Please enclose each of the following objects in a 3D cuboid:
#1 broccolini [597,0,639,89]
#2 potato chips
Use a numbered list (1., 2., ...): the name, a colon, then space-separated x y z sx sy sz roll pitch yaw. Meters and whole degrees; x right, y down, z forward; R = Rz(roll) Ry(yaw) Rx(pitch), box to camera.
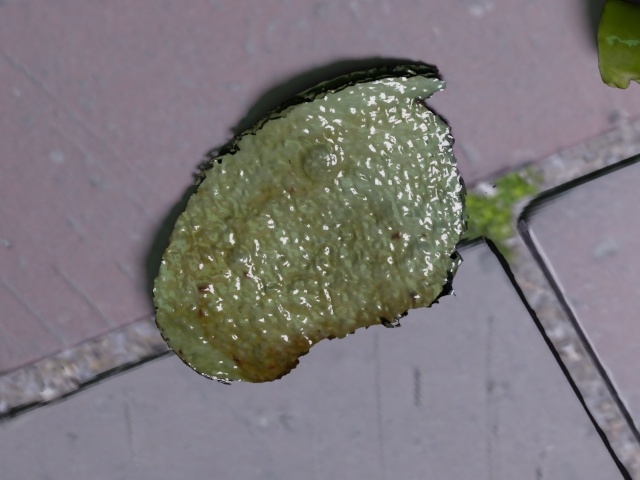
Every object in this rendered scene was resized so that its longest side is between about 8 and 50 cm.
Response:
1. broccolini: 0.310 -0.034 0.860 0.392 0.079 0.074 17 133 13
2. potato chips: 0.000 0.000 0.968 0.142 0.026 0.209 22 120 5
